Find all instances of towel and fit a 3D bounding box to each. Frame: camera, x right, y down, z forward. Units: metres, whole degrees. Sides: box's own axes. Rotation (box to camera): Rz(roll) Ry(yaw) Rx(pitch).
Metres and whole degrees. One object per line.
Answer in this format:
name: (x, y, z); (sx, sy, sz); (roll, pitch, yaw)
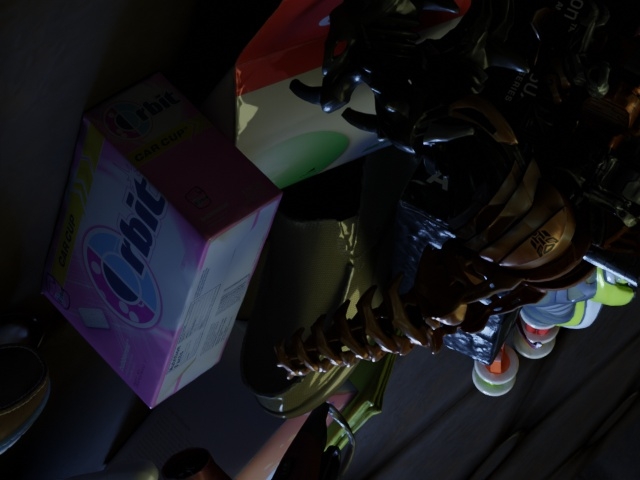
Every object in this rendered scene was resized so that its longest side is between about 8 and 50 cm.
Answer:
towel: (0.049, 0.106, 1.713); (0.102, 0.021, 0.237); (-54, -174, 35)

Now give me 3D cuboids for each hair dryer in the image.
hair dryer: (-0.044, 0.215, 1.433); (0.080, 0.224, 0.293); (-14, 158, 17)

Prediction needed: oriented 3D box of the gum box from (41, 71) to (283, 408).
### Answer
gum box: (-0.099, 0.006, 1.155); (0.062, 0.107, 0.188); (-33, 159, -35)

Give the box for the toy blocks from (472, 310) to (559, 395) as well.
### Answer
toy blocks: (0.232, 0.113, 2.270); (0.123, 0.054, 0.148); (-42, 163, -15)

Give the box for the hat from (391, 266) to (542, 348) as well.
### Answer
hat: (0.161, 0.023, 1.674); (0.208, 0.183, 0.173); (-34, 160, -34)

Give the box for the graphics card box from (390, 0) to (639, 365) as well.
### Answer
graphics card box: (0.169, -0.116, 1.349); (0.371, 0.094, 0.233); (-59, 170, -19)

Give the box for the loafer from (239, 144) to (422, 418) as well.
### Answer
loafer: (0.000, 0.000, 1.389); (0.092, 0.102, 0.269); (15, 103, -40)

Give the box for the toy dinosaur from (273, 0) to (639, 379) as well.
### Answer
toy dinosaur: (0.101, -0.046, 1.047); (0.322, 0.218, 0.164); (-33, 157, -9)

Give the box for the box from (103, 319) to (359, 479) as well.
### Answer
box: (-0.072, 0.156, 1.591); (0.170, 0.091, 0.130); (-49, 163, 12)

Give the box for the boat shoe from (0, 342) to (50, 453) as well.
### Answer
boat shoe: (-0.224, 0.097, 1.138); (0.183, 0.066, 0.066); (-27, 154, -46)

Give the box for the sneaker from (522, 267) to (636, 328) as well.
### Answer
sneaker: (0.242, 0.028, 2.040); (0.121, 0.111, 0.300); (2, 168, -6)

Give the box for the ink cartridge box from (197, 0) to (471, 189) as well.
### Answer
ink cartridge box: (0.018, -0.095, 1.150); (0.181, 0.056, 0.224); (-23, 172, -30)

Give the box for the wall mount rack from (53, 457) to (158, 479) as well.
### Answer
wall mount rack: (-0.133, 0.256, 1.248); (0.304, 0.350, 0.130); (-45, -152, 18)

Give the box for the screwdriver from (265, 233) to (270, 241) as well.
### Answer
screwdriver: (-0.035, -0.001, 1.439); (0.170, 0.024, 0.025); (-33, 130, -32)
